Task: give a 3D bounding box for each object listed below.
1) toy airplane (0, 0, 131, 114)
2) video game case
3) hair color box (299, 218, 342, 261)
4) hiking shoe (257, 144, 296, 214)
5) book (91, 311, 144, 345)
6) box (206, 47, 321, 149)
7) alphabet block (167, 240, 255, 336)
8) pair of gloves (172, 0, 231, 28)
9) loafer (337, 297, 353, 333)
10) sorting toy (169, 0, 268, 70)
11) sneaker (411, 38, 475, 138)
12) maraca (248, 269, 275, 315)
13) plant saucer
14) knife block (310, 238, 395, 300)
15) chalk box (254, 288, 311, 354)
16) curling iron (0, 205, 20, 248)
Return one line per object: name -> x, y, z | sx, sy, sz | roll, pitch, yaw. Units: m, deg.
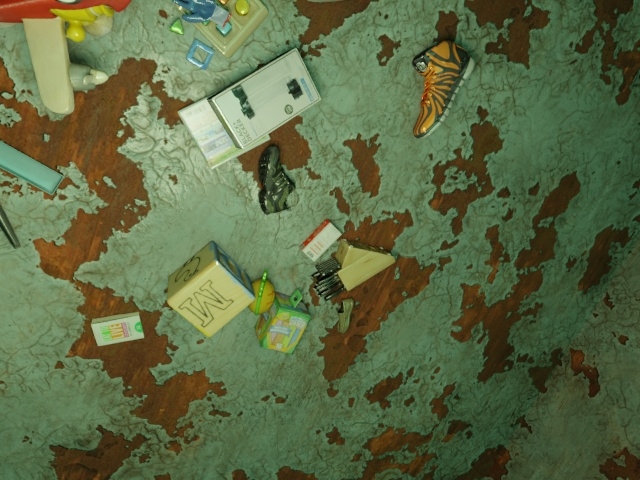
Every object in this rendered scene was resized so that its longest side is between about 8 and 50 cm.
toy airplane -> -0.622, -0.547, 0.973 | 0.384, 0.272, 0.386 | 41, 106, 11
video game case -> -0.288, -0.348, 1.267 | 0.212, 0.023, 0.193 | -29, 116, -6
hair color box -> 0.000, 0.000, 1.487 | 0.141, 0.043, 0.072 | -45, 117, 1
hiking shoe -> -0.138, -0.197, 1.354 | 0.114, 0.086, 0.227 | -9, 119, -30
book -> -0.672, 0.295, 1.391 | 0.144, 0.035, 0.096 | -9, 117, -16
box -> -0.162, -0.413, 1.226 | 0.289, 0.087, 0.169 | -35, 117, -11
alphabet block -> -0.354, 0.154, 1.351 | 0.197, 0.192, 0.193 | -41, 115, -1
pair of gloves -> -0.294, -0.661, 1.097 | 0.159, 0.023, 0.198 | 25, 101, -16
loafer -> 0.087, 0.290, 1.627 | 0.050, 0.056, 0.148 | 10, 97, -21
sorting toy -> -0.265, -0.640, 1.145 | 0.348, 0.047, 0.196 | -47, 117, 3
sneaker -> 0.356, -0.508, 1.375 | 0.180, 0.124, 0.321 | 29, 89, -21
maraca -> -0.203, 0.181, 1.432 | 0.099, 0.127, 0.186 | 11, 138, -7
plant saucer -> -0.819, -0.205, 1.151 | 0.192, 0.018, 0.067 | 34, 97, -27
knife block -> 0.111, 0.127, 1.550 | 0.275, 0.088, 0.242 | 12, 107, -22
chalk box -> -0.129, 0.275, 1.504 | 0.132, 0.132, 0.213 | 20, 102, -24
curling iron -> -0.917, -0.097, 1.152 | 0.068, 0.035, 0.274 | -24, 115, -4
